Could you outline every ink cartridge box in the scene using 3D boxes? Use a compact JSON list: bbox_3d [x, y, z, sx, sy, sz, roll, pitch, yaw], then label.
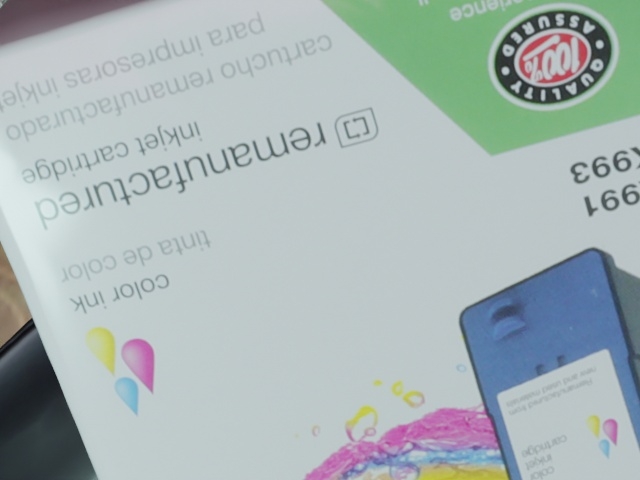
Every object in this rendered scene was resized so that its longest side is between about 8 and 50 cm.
[{"bbox_3d":[0.030,0.025,0.387,0.154,0.093,0.212,-14,111,10],"label":"ink cartridge box"}]

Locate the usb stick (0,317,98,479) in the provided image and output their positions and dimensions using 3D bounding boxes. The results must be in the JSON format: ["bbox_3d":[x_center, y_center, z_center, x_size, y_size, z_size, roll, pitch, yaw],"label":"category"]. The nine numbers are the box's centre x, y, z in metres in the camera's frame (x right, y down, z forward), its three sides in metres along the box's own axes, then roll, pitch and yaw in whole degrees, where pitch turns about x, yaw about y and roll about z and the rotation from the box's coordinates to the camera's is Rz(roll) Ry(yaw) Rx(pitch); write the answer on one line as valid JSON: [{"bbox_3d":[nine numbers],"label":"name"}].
[{"bbox_3d":[0.000,0.000,0.460,0.278,0.045,0.077,-41,78,19],"label":"usb stick"}]

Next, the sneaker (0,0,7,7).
[{"bbox_3d":[-0.074,-0.121,0.425,0.092,0.088,0.225,-5,111,41],"label":"sneaker"}]
